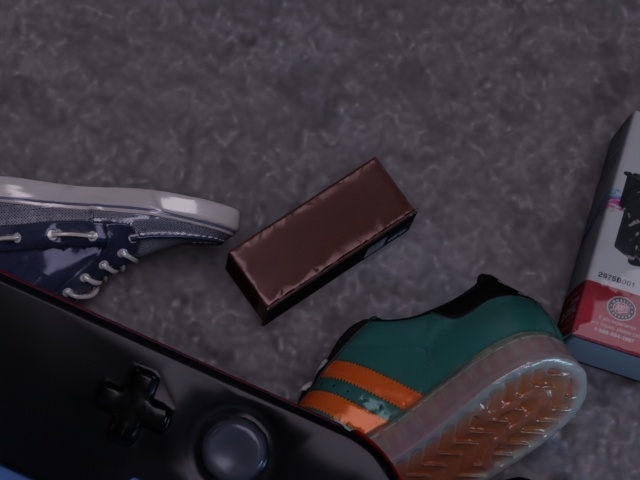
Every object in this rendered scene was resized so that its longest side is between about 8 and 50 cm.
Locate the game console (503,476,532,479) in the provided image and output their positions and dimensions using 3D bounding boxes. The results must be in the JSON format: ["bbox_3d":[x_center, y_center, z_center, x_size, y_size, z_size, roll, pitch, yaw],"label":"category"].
[{"bbox_3d":[0.140,0.323,1.135,0.250,0.173,0.293,42,74,3],"label":"game console"}]

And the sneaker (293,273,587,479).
[{"bbox_3d":[0.026,0.131,1.217,0.302,0.108,0.121,-29,42,0],"label":"sneaker"}]

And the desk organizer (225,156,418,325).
[{"bbox_3d":[0.000,0.000,1.268,0.130,0.047,0.050,-33,79,-14],"label":"desk organizer"}]

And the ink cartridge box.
[{"bbox_3d":[0.251,0.012,1.281,0.127,0.072,0.175,17,74,1],"label":"ink cartridge box"}]

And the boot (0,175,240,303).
[{"bbox_3d":[-0.153,0.008,1.242,0.190,0.069,0.086,5,82,2],"label":"boot"}]

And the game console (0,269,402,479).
[{"bbox_3d":[-0.157,0.246,1.117,0.342,0.060,0.386,24,93,-2],"label":"game console"}]
